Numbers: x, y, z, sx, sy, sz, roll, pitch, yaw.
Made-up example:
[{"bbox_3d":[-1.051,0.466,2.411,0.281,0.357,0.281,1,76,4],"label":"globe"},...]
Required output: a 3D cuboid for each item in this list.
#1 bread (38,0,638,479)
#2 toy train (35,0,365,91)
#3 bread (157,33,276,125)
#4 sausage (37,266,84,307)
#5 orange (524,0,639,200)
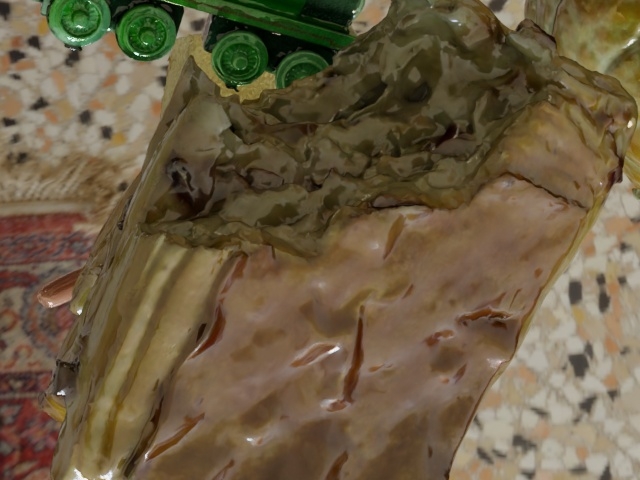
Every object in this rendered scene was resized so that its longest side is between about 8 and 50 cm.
[{"bbox_3d":[0.000,0.000,0.832,0.314,0.191,0.370,20,100,-34],"label":"bread"},{"bbox_3d":[-0.082,-0.178,0.908,0.251,0.085,0.119,11,115,-20],"label":"toy train"},{"bbox_3d":[-0.120,-0.132,1.456,0.125,0.068,0.188,11,85,-27],"label":"bread"},{"bbox_3d":[-0.326,0.060,1.649,0.034,0.083,0.034,29,133,37],"label":"sausage"},{"bbox_3d":[0.322,-0.171,1.086,0.249,0.329,0.329,-38,93,10],"label":"orange"}]
